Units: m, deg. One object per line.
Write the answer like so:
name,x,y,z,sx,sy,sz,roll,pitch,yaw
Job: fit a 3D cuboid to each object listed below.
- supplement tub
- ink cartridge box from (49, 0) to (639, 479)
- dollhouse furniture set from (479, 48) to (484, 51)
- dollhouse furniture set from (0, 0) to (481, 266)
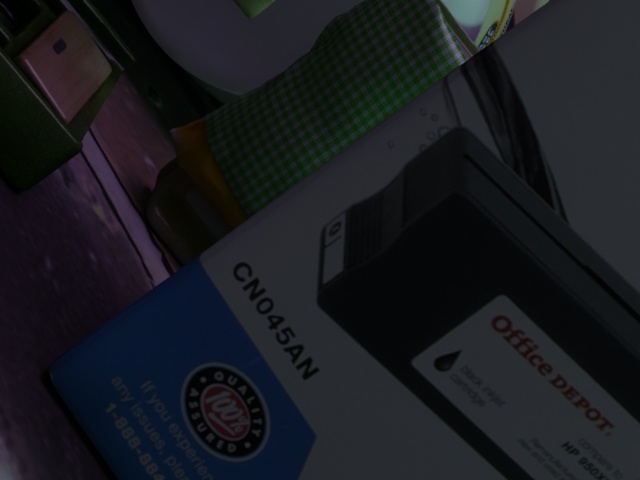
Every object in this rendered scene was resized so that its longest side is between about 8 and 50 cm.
supplement tub,0.021,-0.189,1.278,0.235,0.235,0.325,57,16,7
ink cartridge box,0.128,0.051,0.864,0.285,0.395,0.166,55,17,2
dollhouse furniture set,0.185,0.085,1.300,0.394,0.256,0.362,-14,68,-56
dollhouse furniture set,-0.028,-0.061,0.994,0.301,0.197,0.151,50,17,-12
